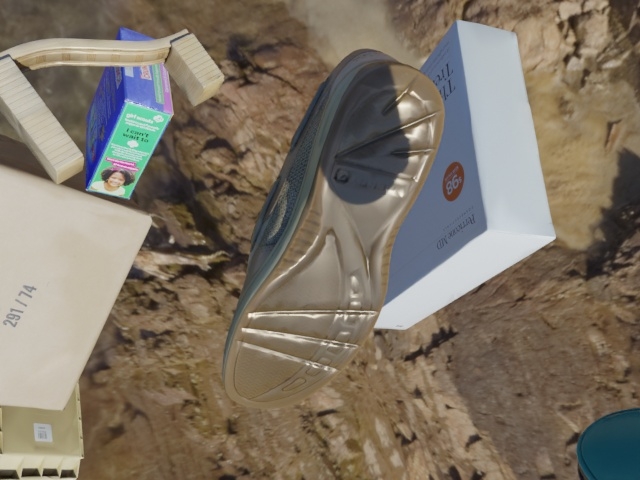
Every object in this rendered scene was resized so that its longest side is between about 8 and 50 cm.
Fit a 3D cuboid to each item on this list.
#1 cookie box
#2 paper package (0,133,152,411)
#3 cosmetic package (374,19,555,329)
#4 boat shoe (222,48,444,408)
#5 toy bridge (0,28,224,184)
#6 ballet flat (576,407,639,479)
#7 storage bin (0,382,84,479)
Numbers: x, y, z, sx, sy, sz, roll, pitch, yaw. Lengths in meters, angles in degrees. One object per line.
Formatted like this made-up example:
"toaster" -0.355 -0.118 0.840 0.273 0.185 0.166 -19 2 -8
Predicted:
"cookie box" -0.164 -0.104 0.524 0.040 0.107 0.092 10 49 -32
"paper package" -0.434 0.038 0.818 0.168 0.309 0.325 37 103 46
"cosmetic package" 0.148 -0.062 0.866 0.097 0.377 0.284 4 66 -18
"boat shoe" 0.000 0.000 0.563 0.121 0.110 0.341 17 111 -24
"toy bridge" -0.139 -0.057 0.299 0.188 0.026 0.063 -37 94 -26
"ballet flat" 0.174 0.109 0.226 0.074 0.203 0.074 2 80 -12
"storage bin" -0.541 0.296 1.095 0.123 0.262 0.260 -14 68 3
